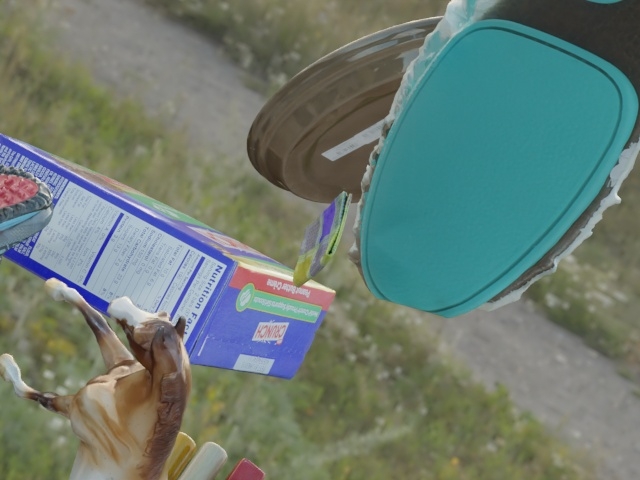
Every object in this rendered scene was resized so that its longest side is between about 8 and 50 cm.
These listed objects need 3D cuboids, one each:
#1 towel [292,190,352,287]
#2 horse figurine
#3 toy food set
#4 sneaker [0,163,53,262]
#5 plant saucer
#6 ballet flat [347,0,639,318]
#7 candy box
[{"bbox_3d":[0.000,0.000,1.204,0.009,0.060,0.083,22,-23,-13],"label":"towel"},{"bbox_3d":[-0.132,0.141,0.890,0.066,0.263,0.174,-1,17,-42],"label":"horse figurine"},{"bbox_3d":[-0.121,0.355,2.062,0.232,0.104,0.111,40,-29,-8],"label":"toy food set"},{"bbox_3d":[-0.354,0.024,1.457,0.125,0.262,0.104,58,10,-40],"label":"sneaker"},{"bbox_3d":[0.070,-0.107,1.409,0.278,0.278,0.041,9,55,-49],"label":"plant saucer"},{"bbox_3d":[0.154,-0.134,0.898,0.147,0.409,0.147,23,23,-10],"label":"ballet flat"},{"bbox_3d":[-0.181,0.023,1.656,0.317,0.122,0.268,28,2,22],"label":"candy box"}]
